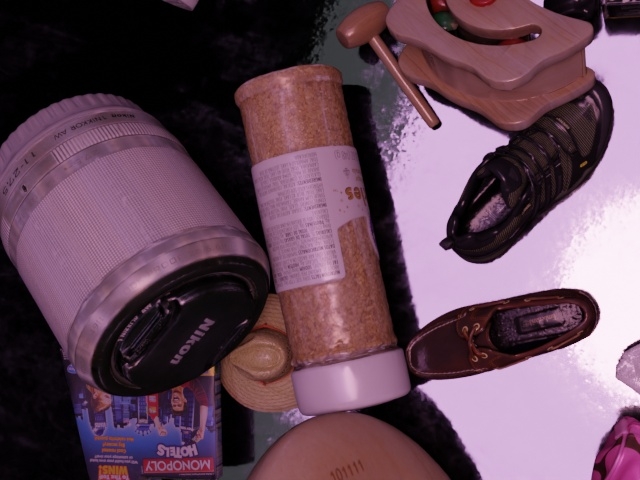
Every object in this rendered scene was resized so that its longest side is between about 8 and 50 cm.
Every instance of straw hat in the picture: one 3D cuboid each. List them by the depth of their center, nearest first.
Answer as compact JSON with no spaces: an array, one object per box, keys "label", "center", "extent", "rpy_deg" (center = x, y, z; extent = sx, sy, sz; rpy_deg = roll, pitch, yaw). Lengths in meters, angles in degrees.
[{"label":"straw hat","center":[-0.063,0.127,1.115],"extent":[0.144,0.061,0.145],"rpy_deg":[0,89,17]}]

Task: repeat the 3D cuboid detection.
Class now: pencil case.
[{"label":"pencil case","center":[0.367,0.239,0.961],"extent":[0.209,0.095,0.098],"rpy_deg":[19,129,15]}]

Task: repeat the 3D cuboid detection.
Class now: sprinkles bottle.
[{"label":"sprinkles bottle","center":[0.000,0.000,1.065],"extent":[0.121,0.121,0.356],"rpy_deg":[-14,85,17]}]

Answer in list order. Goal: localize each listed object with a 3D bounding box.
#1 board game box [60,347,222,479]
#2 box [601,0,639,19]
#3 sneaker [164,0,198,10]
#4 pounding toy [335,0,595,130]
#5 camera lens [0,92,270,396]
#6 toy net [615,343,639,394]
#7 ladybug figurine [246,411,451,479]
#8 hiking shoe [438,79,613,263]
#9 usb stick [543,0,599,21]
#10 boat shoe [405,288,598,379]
[{"label":"board game box","center":[-0.198,0.217,1.156],"extent":[0.194,0.060,0.194],"rpy_deg":[-1,89,17]},{"label":"box","center":[0.436,-0.349,0.960],"extent":[0.321,0.079,0.257],"rpy_deg":[1,91,17]},{"label":"sneaker","center":[-0.237,-0.390,1.169],"extent":[0.282,0.102,0.161],"rpy_deg":[24,93,6]},{"label":"pounding toy","center":[0.159,-0.205,1.037],"extent":[0.269,0.155,0.154],"rpy_deg":[34,74,31]},{"label":"camera lens","center":[-0.200,0.007,1.054],"extent":[0.219,0.219,0.274],"rpy_deg":[-46,60,12]},{"label":"toy net","center":[0.405,0.151,0.977],"extent":[0.232,0.045,0.122],"rpy_deg":[4,92,19]},{"label":"ladybug figurine","center":[0.043,0.392,0.979],"extent":[0.162,0.305,0.450],"rpy_deg":[-26,80,51]},{"label":"hiking shoe","center":[0.209,-0.067,1.004],"extent":[0.086,0.114,0.227],"rpy_deg":[40,100,14]},{"label":"usb stick","center":[0.256,-0.357,1.020],"extent":[0.045,0.077,0.278],"rpy_deg":[2,89,-12]},{"label":"boat shoe","center":[0.179,0.095,1.034],"extent":[0.206,0.073,0.073],"rpy_deg":[-21,84,17]}]
